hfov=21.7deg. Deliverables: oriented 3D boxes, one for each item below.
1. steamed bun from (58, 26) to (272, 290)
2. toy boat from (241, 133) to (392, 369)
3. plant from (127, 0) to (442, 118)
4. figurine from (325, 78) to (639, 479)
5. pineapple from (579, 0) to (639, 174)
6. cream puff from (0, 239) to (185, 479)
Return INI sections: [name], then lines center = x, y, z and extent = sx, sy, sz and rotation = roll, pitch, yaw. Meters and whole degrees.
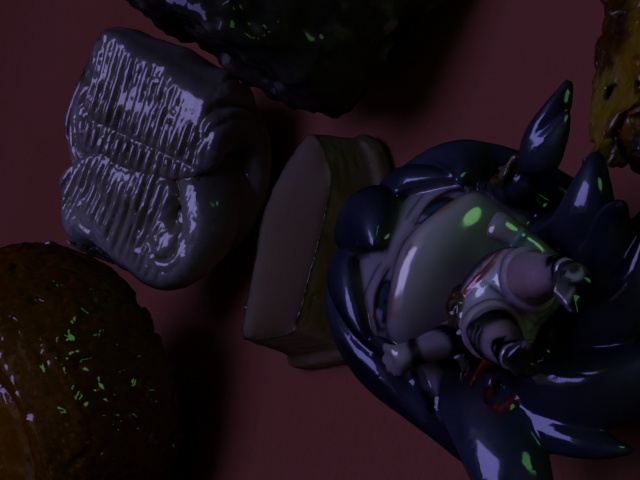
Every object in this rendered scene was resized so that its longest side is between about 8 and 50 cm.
[steamed bun]
center = -0.129, -0.069, 1.509
extent = 0.218, 0.144, 0.211
rotation = 24, 102, 32
[toy boat]
center = 0.000, 0.000, 1.290
extent = 0.116, 0.061, 0.188
rotation = -16, 59, 61
[plant]
center = 0.007, -0.264, 1.278
extent = 0.312, 0.213, 0.215
rotation = -61, 24, 1
[figurine]
center = 0.103, 0.040, 0.894
extent = 0.175, 0.197, 0.265
rotation = -34, 33, -3
[pineapple]
center = 0.209, -0.146, 0.946
extent = 0.135, 0.079, 0.233
rotation = -37, 43, 47
[cream puff]
center = -0.232, 0.144, 1.470
extent = 0.303, 0.212, 0.303
rotation = 27, 126, 45
